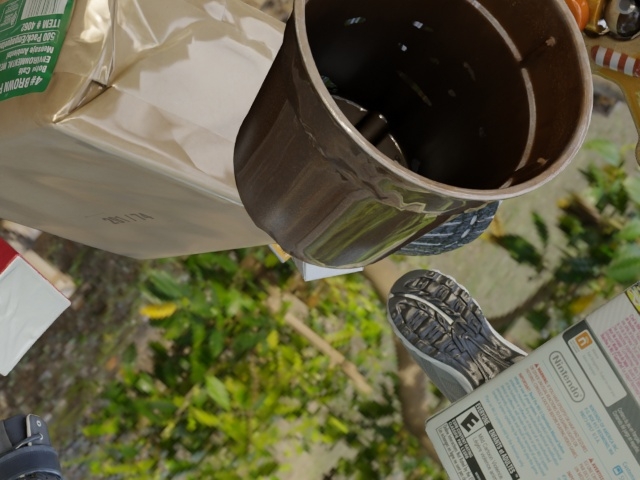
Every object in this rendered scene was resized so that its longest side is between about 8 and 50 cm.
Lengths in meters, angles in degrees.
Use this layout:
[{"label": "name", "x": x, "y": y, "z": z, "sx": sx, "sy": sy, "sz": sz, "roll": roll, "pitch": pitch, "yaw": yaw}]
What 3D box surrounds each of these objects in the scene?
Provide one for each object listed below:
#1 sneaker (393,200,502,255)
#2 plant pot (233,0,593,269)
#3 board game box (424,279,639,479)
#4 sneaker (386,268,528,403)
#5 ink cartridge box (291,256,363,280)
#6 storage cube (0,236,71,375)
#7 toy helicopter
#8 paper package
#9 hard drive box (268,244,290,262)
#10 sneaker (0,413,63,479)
[{"label": "sneaker", "x": 0.154, "y": -0.087, "z": 1.258, "sx": 0.111, "sy": 0.121, "sz": 0.300, "roll": 8, "pitch": 139, "yaw": -35}, {"label": "plant pot", "x": 0.034, "y": -0.069, "z": 0.620, "sx": 0.167, "sy": 0.167, "sz": 0.165, "roll": -39, "pitch": 179, "yaw": -31}, {"label": "board game box", "x": 0.240, "y": 0.122, "z": 0.622, "sx": 0.303, "sy": 0.224, "sz": 0.097, "roll": -36, "pitch": 145, "yaw": 16}, {"label": "sneaker", "x": 0.172, "y": 0.143, "z": 1.181, "sx": 0.100, "sy": 0.271, "sz": 0.108, "roll": -39, "pitch": 176, "yaw": -8}, {"label": "ink cartridge box", "x": 0.000, "y": 0.000, "z": 1.734, "sx": 0.099, "sy": 0.135, "sz": 0.056, "roll": -10, "pitch": 122, "yaw": -14}, {"label": "storage cube", "x": -0.603, "y": 0.091, "z": 1.985, "sx": 0.183, "sy": 0.193, "sz": 0.215, "roll": -49, "pitch": 145, "yaw": -13}, {"label": "toy helicopter", "x": 0.465, "y": -0.249, "z": 1.579, "sx": 0.140, "sy": 0.235, "sz": 0.355, "roll": -40, "pitch": 114, "yaw": -40}, {"label": "paper package", "x": -0.178, "y": -0.103, "z": 1.001, "sx": 0.309, "sy": 0.325, "sz": 0.168, "roll": 20, "pitch": 73, "yaw": -39}, {"label": "hard drive box", "x": -0.063, "y": -0.113, "z": 1.617, "sx": 0.181, "sy": 0.089, "sz": 0.232, "roll": -40, "pitch": 123, "yaw": -1}, {"label": "sneaker", "x": -0.297, "y": 0.236, "z": 1.066, "sx": 0.086, "sy": 0.163, "sz": 0.226, "roll": -23, "pitch": 156, "yaw": -7}]
